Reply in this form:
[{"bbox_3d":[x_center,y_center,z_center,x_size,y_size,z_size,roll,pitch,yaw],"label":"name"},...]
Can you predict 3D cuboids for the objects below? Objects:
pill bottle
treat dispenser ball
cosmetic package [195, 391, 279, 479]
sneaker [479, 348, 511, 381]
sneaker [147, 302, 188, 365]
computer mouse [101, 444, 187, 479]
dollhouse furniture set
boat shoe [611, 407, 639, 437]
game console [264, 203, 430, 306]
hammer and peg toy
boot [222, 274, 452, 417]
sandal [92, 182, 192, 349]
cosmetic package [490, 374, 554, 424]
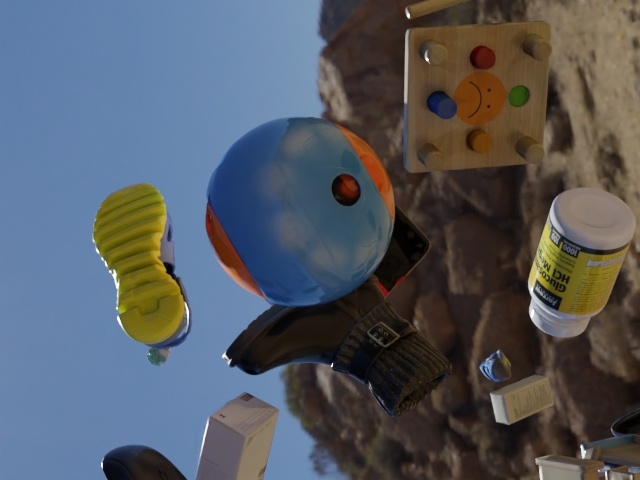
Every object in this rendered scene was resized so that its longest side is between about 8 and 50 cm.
[{"bbox_3d":[0.583,0.059,2.343,0.188,0.188,0.334,-87,3,-49],"label":"pill bottle"},{"bbox_3d":[-0.031,-0.043,1.548,0.288,0.288,0.288,-12,-90,-77],"label":"treat dispenser ball"},{"bbox_3d":[-0.153,0.395,1.798,0.117,0.085,0.231,-30,-40,-57],"label":"cosmetic package"},{"bbox_3d":[0.386,0.288,2.277,0.053,0.059,0.144,57,-165,2],"label":"sneaker"},{"bbox_3d":[-0.371,0.225,2.487,0.166,0.065,0.076,-58,9,-13],"label":"sneaker"},{"bbox_3d":[-0.212,0.392,1.618,0.184,0.060,0.262,-12,-134,-43],"label":"computer mouse"},{"bbox_3d":[0.603,0.489,1.913,0.286,0.303,0.198,-9,87,62],"label":"dollhouse furniture set"},{"bbox_3d":[0.721,0.367,2.085,0.092,0.285,0.102,28,-128,-27],"label":"boat shoe"},{"bbox_3d":[0.000,0.000,2.162,0.386,0.342,0.060,46,170,-15],"label":"game console"},{"bbox_3d":[0.261,-0.297,1.751,0.127,0.266,0.361,-116,22,-65],"label":"hammer and peg toy"},{"bbox_3d":[0.037,0.202,1.735,0.260,0.348,0.131,54,147,18],"label":"boot"},{"bbox_3d":[-0.275,0.049,1.621,0.138,0.126,0.317,72,-177,-56],"label":"sandal"},{"bbox_3d":[0.377,0.297,1.920,0.041,0.115,0.060,-4,99,60],"label":"cosmetic package"}]
